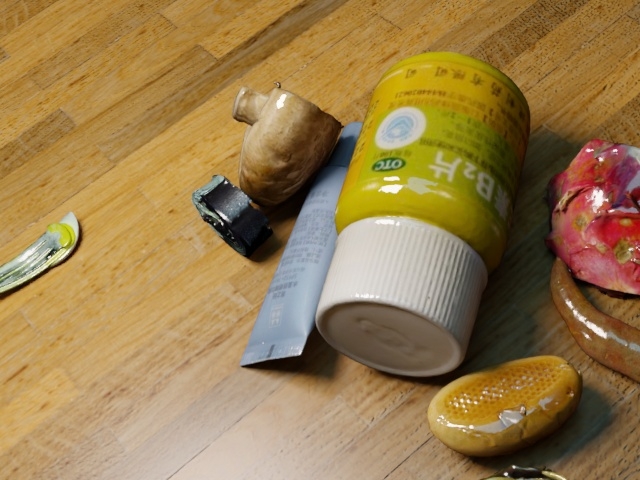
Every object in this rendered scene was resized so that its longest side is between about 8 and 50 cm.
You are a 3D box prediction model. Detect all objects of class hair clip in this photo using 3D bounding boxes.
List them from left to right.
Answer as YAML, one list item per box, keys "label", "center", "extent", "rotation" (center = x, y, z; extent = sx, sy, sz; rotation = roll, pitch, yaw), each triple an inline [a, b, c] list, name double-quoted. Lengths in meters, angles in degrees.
- label: "hair clip"
  center: [-0.433, 0.031, 1.472]
  extent: [0.188, 0.033, 0.060]
  rotation: [-36, 57, -16]

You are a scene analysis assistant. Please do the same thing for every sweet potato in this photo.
- label: "sweet potato"
  center: [0.361, 0.119, 1.207]
  extent: [0.078, 0.058, 0.255]
  rotation: [-41, 60, -13]

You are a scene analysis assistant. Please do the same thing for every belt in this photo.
- label: "belt"
  center: [-0.129, -0.035, 1.406]
  extent: [0.058, 0.105, 0.140]
  rotation: [-39, 46, -15]

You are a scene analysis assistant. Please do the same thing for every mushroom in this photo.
- label: "mushroom"
  center: [-0.067, -0.124, 1.391]
  extent: [0.156, 0.286, 0.151]
  rotation: [23, 86, -7]

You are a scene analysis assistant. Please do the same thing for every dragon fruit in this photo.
- label: "dragon fruit"
  center: [0.392, -0.020, 1.258]
  extent: [0.274, 0.126, 0.161]
  rotation: [27, 65, 29]

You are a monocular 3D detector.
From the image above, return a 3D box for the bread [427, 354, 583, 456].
- label: "bread"
  center: [0.220, 0.199, 1.175]
  extent: [0.189, 0.077, 0.114]
  rotation: [-17, 33, 2]

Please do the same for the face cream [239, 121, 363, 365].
- label: "face cream"
  center: [0.000, 0.000, 1.360]
  extent: [0.135, 0.086, 0.385]
  rotation: [-17, 42, 49]

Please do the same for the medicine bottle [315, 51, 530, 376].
- label: "medicine bottle"
  center: [0.132, -0.037, 1.270]
  extent: [0.224, 0.224, 0.384]
  rotation: [8, 57, 18]

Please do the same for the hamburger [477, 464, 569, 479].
- label: "hamburger"
  center: [0.200, 0.370, 1.025]
  extent: [0.285, 0.134, 0.265]
  rotation: [-3, 57, 19]
